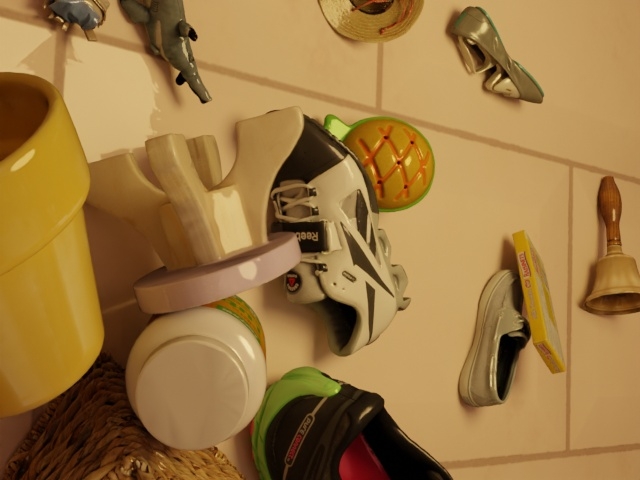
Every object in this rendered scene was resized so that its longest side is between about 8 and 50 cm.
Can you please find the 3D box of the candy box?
[{"bbox_3d":[0.337,0.094,1.573,0.105,0.027,0.205,48,31,-44],"label":"candy box"}]

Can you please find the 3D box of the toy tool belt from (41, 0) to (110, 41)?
[{"bbox_3d":[-0.262,-0.245,1.057,0.083,0.052,0.051,28,60,-39],"label":"toy tool belt"}]

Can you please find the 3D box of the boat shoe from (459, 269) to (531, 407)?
[{"bbox_3d":[0.282,0.149,1.547,0.079,0.081,0.227,38,63,-37],"label":"boat shoe"}]

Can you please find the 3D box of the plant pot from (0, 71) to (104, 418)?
[{"bbox_3d":[-0.305,0.016,0.884,0.254,0.254,0.239,-46,134,-36],"label":"plant pot"}]

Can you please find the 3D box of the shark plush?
[{"bbox_3d":[-0.166,-0.229,1.139,0.073,0.067,0.161,-20,102,-44],"label":"shark plush"}]

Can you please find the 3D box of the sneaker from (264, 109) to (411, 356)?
[{"bbox_3d":[0.000,0.000,1.250,0.146,0.122,0.330,-47,119,-38],"label":"sneaker"}]

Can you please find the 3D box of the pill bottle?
[{"bbox_3d":[-0.122,0.127,1.022,0.136,0.245,0.136,0,95,-4],"label":"pill bottle"}]

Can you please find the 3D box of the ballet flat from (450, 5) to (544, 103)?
[{"bbox_3d":[0.270,-0.272,1.584,0.068,0.072,0.213,-47,122,-4],"label":"ballet flat"}]

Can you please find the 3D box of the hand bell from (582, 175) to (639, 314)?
[{"bbox_3d":[0.516,-0.002,1.793,0.126,0.126,0.242,20,61,-42],"label":"hand bell"}]

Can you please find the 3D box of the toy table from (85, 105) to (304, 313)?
[{"bbox_3d":[-0.121,-0.032,1.064,0.252,0.274,0.160,-16,95,-7],"label":"toy table"}]

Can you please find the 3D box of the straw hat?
[{"bbox_3d":[0.066,-0.339,1.375,0.061,0.145,0.144,-94,158,-66],"label":"straw hat"}]

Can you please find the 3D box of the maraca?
[{"bbox_3d":[0.067,-0.103,1.345,0.186,0.099,0.127,8,85,-19],"label":"maraca"}]

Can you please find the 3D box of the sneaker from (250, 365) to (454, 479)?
[{"bbox_3d":[0.080,0.374,1.250,0.185,0.202,0.482,-45,118,-36],"label":"sneaker"}]

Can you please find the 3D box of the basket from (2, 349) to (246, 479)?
[{"bbox_3d":[-0.196,0.309,1.061,0.213,0.223,0.299,-42,121,0],"label":"basket"}]
